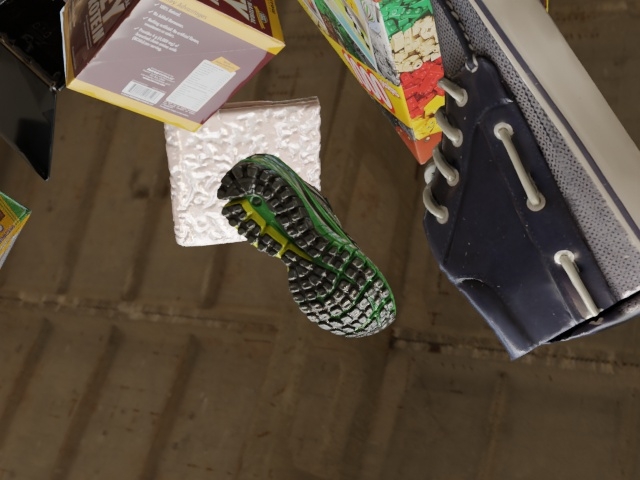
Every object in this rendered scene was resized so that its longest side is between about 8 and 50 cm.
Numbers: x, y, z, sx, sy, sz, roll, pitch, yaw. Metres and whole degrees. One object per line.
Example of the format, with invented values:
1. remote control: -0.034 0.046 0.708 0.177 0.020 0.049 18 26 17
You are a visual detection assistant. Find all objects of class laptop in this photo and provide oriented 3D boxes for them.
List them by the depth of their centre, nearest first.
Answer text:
1. laptop: -0.411 -0.270 1.311 0.264 0.136 0.234 -44 -119 -12

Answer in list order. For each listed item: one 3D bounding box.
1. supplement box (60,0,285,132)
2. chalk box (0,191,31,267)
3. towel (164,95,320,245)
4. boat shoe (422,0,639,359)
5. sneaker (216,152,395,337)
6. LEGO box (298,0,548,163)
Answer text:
1. supplement box: -0.184 -0.262 1.038 0.194 0.191 0.129 -36 -126 35
2. chalk box: -0.656 -0.027 1.354 0.180 0.289 0.179 -48 -168 32
3. towel: -0.155 -0.141 1.755 0.317 0.332 0.053 -7 -141 -11
4. boat shoe: 0.115 -0.076 0.595 0.158 0.127 0.340 -34 -95 20
5. sneaker: 0.000 0.000 1.274 0.134 0.343 0.146 -32 -166 25
6. LEGO box: 0.040 -0.394 0.975 0.193 0.372 0.500 -32 -118 -1
